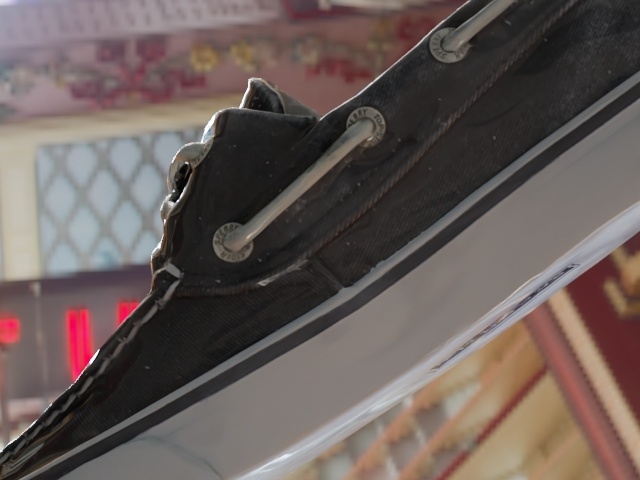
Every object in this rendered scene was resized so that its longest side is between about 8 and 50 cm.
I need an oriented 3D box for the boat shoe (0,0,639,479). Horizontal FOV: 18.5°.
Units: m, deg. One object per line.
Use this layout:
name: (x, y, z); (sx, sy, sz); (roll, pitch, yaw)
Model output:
boat shoe: (0.000, 0.000, 0.588); (0.301, 0.108, 0.102); (-36, -99, 10)
